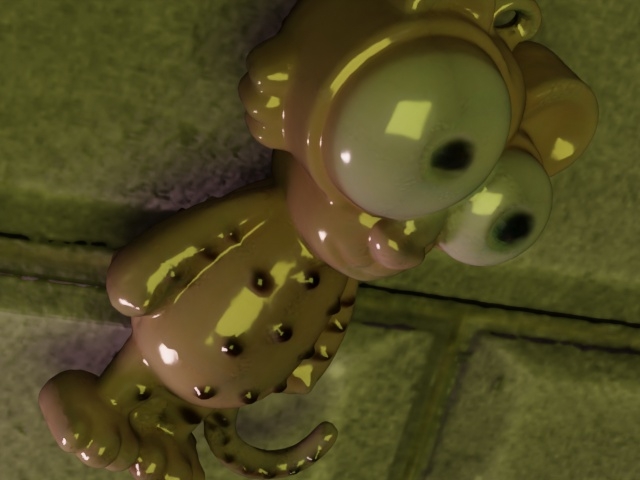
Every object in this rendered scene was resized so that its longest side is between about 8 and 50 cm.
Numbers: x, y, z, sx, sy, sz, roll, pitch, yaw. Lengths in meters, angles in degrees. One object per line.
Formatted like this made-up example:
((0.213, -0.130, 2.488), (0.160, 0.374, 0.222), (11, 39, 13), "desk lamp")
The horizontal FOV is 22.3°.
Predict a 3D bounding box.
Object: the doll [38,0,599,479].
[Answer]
((-0.002, 0.000, 0.701), (0.154, 0.119, 0.278), (21, 114, -39), "doll")
